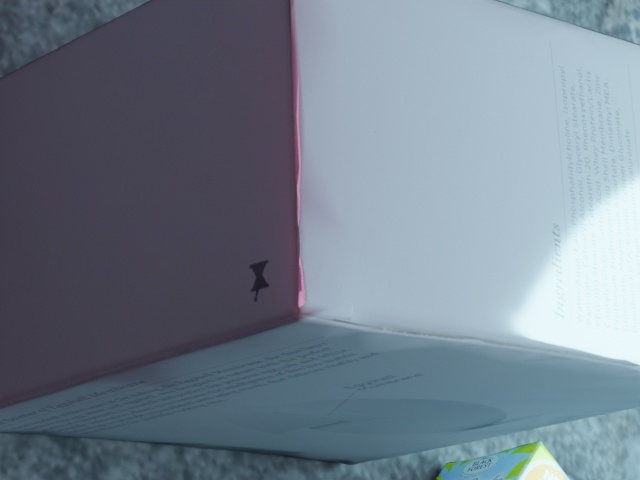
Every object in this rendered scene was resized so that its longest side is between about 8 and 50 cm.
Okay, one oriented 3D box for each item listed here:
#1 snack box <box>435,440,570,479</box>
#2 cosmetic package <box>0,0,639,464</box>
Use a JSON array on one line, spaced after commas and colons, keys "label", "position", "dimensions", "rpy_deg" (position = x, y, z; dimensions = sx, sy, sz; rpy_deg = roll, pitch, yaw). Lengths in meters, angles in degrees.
[{"label": "snack box", "position": [0.083, 0.224, 0.875], "dimensions": [0.174, 0.070, 0.207], "rpy_deg": [51, 47, -17]}, {"label": "cosmetic package", "position": [0.000, 0.000, 0.761], "dimensions": [0.224, 0.224, 0.138], "rpy_deg": [9, 71, -41]}]
